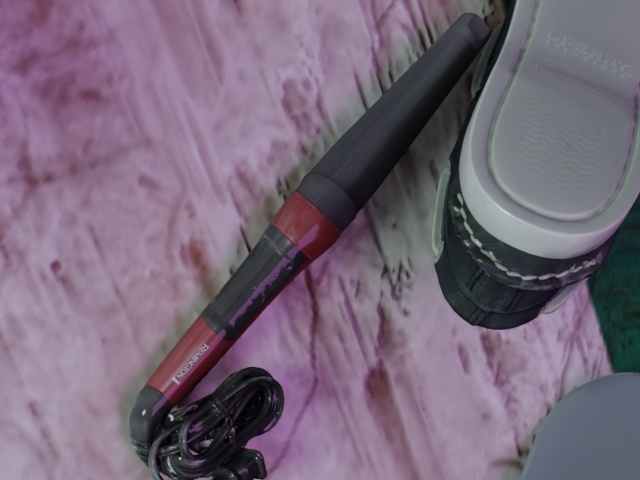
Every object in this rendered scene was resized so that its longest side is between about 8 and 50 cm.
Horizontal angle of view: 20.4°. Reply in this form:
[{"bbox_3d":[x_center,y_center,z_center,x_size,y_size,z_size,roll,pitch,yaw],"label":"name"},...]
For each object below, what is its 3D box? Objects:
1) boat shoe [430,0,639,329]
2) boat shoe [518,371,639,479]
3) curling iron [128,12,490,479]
[{"bbox_3d":[0.129,-0.082,0.880,0.302,0.114,0.091,-53,171,-40],"label":"boat shoe"},{"bbox_3d":[0.115,0.205,0.887,0.306,0.113,0.105,-59,137,-42],"label":"boat shoe"},{"bbox_3d":[0.000,0.000,0.802,0.274,0.035,0.068,-58,133,-22],"label":"curling iron"}]
